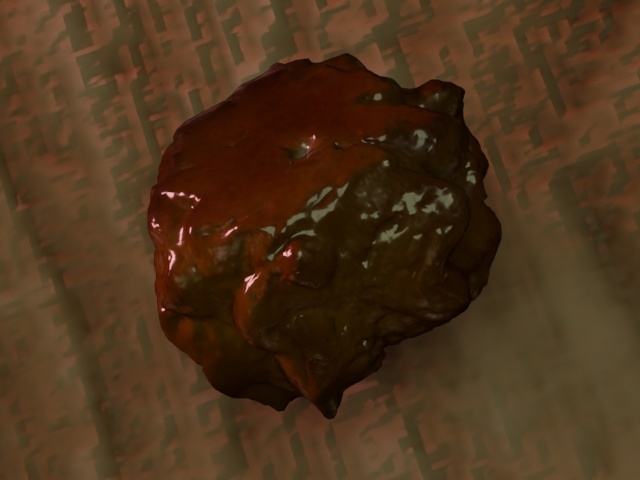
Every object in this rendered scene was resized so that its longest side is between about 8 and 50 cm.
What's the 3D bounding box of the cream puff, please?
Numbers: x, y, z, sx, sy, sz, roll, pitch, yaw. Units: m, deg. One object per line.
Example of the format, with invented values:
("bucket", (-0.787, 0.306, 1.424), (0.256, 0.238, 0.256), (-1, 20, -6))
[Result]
("cream puff", (0.000, 0.000, 0.451), (0.122, 0.094, 0.116), (22, 55, 40))
